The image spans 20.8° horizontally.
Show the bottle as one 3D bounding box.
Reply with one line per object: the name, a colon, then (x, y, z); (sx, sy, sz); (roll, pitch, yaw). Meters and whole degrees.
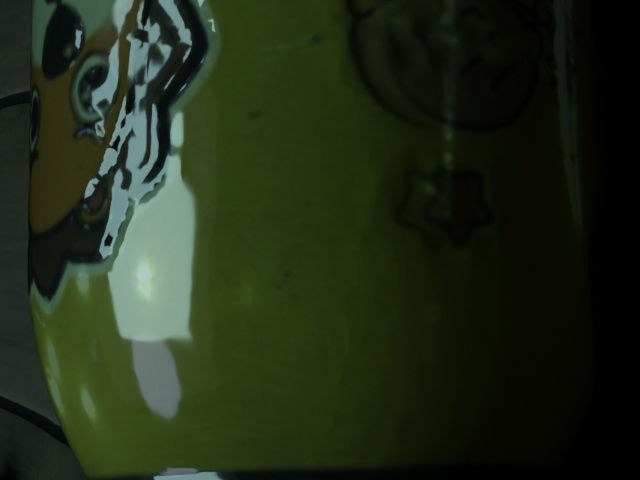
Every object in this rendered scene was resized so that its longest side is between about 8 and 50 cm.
bottle: (0.000, 0.000, 0.493); (0.171, 0.171, 0.351); (157, 115, -63)
